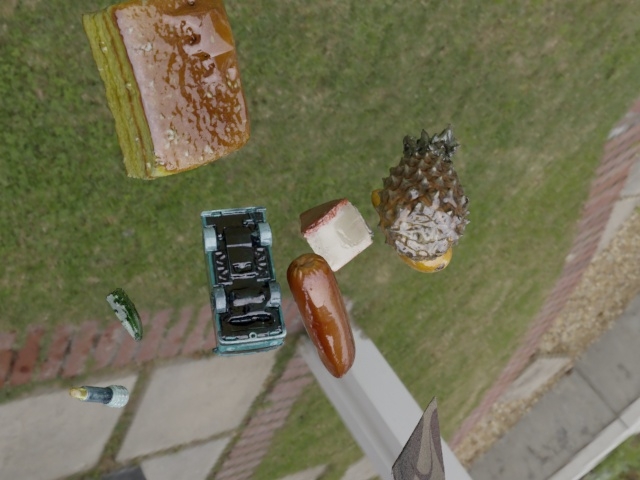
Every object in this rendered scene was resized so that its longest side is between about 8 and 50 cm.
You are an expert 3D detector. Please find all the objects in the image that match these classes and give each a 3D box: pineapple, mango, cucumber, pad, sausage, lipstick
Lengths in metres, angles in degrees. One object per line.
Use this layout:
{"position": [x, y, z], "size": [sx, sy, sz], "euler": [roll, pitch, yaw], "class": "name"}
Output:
{"position": [0.189, -0.110, 1.487], "size": [0.175, 0.361, 0.174], "euler": [2, 125, 2], "class": "pineapple"}
{"position": [0.234, -0.038, 2.006], "size": [0.177, 0.294, 0.120], "euler": [18, 124, -38], "class": "mango"}
{"position": [-0.362, 0.139, 1.497], "size": [0.035, 0.107, 0.067], "euler": [-32, -173, -6], "class": "cucumber"}
{"position": [0.184, 0.469, 1.399], "size": [0.220, 0.004, 0.330], "euler": [-43, 129, -53], "class": "pad"}
{"position": [0.010, 0.139, 1.413], "size": [0.083, 0.089, 0.300], "euler": [-28, 134, -8], "class": "sausage"}
{"position": [-0.355, 0.246, 1.263], "size": [0.037, 0.037, 0.116], "euler": [-42, 154, 10], "class": "lipstick"}

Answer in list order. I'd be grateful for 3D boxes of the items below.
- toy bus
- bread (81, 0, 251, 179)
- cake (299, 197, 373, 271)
{"position": [-0.141, 0.080, 1.415], "size": [0.129, 0.255, 0.147], "euler": [-6, 154, -12], "class": "toy bus"}
{"position": [-0.197, -0.218, 1.076], "size": [0.184, 0.111, 0.234], "euler": [-31, 117, -42], "class": "bread"}
{"position": [0.000, 0.000, 2.224], "size": [0.160, 0.158, 0.262], "euler": [-41, -167, -29], "class": "cake"}
